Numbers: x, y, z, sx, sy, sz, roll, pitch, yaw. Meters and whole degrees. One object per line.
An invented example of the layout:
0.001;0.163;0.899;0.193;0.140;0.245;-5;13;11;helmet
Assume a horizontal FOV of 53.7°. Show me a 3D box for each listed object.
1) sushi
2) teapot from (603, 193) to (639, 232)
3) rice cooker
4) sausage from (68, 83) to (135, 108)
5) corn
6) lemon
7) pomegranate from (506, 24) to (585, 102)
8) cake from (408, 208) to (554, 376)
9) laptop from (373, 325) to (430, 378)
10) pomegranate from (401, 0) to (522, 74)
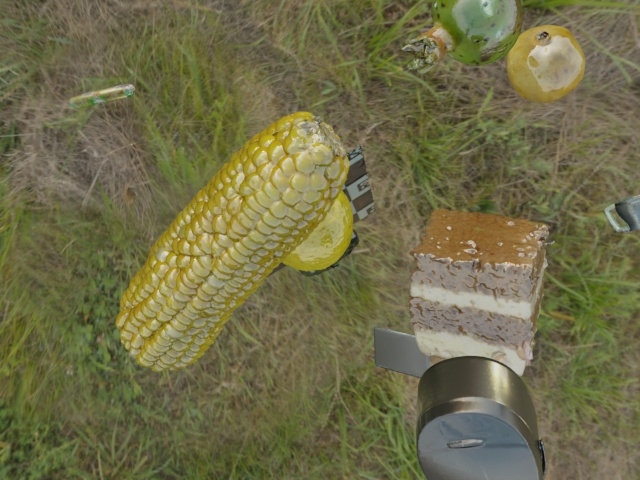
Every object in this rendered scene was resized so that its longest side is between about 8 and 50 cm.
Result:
0.000;0.000;1.225;0.296;0.373;0.100;-32;73;-2;sushi
0.515;-0.044;1.041;0.066;0.088;0.057;-12;85;-39;teapot
0.149;0.183;0.594;0.112;0.106;0.165;-12;134;20;rice cooker
-0.519;-0.339;1.490;0.033;0.269;0.032;-1;92;-51;sausage
-0.083;0.006;0.549;0.102;0.102;0.313;32;122;-18;corn
-0.014;-0.019;0.759;0.109;0.133;0.109;4;55;-6;lemon
0.648;-0.506;1.827;0.233;0.233;0.233;-3;99;-16;pomegranate
0.337;0.104;1.360;0.282;0.256;0.290;10;119;23;cake
0.230;0.319;1.796;0.016;0.180;0.129;-21;113;-50;laptop
0.333;-0.523;1.478;0.286;0.231;0.230;-16;103;-20;pomegranate
